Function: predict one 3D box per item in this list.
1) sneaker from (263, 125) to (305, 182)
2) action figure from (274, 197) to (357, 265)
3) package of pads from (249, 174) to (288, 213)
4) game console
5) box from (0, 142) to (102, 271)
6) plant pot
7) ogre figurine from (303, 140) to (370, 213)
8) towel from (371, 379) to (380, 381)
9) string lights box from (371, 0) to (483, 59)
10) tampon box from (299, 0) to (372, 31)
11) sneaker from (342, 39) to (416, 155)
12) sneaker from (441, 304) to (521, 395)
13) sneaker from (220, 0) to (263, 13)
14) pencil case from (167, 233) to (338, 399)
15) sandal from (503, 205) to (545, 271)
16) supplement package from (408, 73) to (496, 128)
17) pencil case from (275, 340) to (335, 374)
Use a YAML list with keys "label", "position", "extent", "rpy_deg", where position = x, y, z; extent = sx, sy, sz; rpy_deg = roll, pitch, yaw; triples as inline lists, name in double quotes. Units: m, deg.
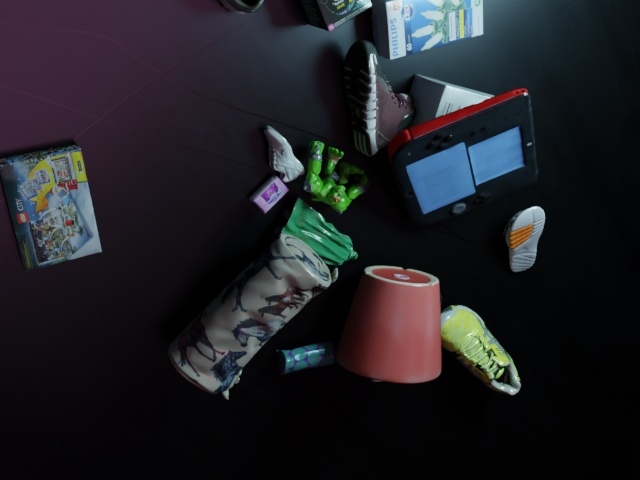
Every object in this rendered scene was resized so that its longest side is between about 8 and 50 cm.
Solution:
- label: "sneaker"
  position: [-0.092, -0.192, 1.806]
  extent: [0.061, 0.053, 0.152]
  rpy_deg: [-37, 125, -6]
- label: "action figure"
  position: [0.000, 0.000, 1.938]
  extent: [0.232, 0.063, 0.137]
  rpy_deg: [27, 95, -31]
- label: "package of pads"
  position: [-0.120, -0.107, 1.841]
  extent: [0.083, 0.032, 0.050]
  rpy_deg: [-45, 127, -5]
- label: "game console"
  position: [0.351, -0.183, 1.913]
  extent: [0.341, 0.060, 0.386]
  rpy_deg: [-18, 149, 8]
- label: "box"
  position: [-0.545, -0.067, 1.611]
  extent: [0.159, 0.044, 0.233]
  rpy_deg: [-16, 119, -23]
- label: "plant pot"
  position: [0.190, 0.203, 2.035]
  extent: [0.274, 0.275, 0.243]
  rpy_deg: [2, 101, -30]
- label: "ogre figurine"
  position: [0.031, -0.141, 1.878]
  extent: [0.118, 0.096, 0.197]
  rpy_deg: [-66, 150, -8]
- label: "towel"
  position: [0.204, 0.323, 2.225]
  extent: [0.113, 0.023, 0.152]
  rpy_deg: [-1, 112, -30]
- label: "string lights box"
  position: [0.247, -0.516, 1.835]
  extent: [0.259, 0.077, 0.133]
  rpy_deg: [-20, 121, -20]
- label: "tampon box"
  position: [0.015, -0.545, 1.675]
  extent: [0.120, 0.101, 0.161]
  rpy_deg: [-34, 124, -13]
- label: "sneaker"
  position: [0.147, -0.346, 1.853]
  extent: [0.162, 0.106, 0.281]
  rpy_deg: [-24, 132, -25]
- label: "sneaker"
  position: [0.462, 0.314, 2.292]
  extent: [0.384, 0.147, 0.145]
  rpy_deg: [38, 92, -35]
- label: "sneaker"
  position: [-0.201, -0.553, 1.548]
  extent: [0.100, 0.108, 0.271]
  rpy_deg: [-47, 125, -1]
- label: "pencil case"
  position: [-0.151, 0.169, 1.834]
  extent: [0.410, 0.160, 0.183]
  rpy_deg: [-45, 119, 7]
- label: "sandal"
  position: [0.561, -0.013, 2.251]
  extent: [0.101, 0.076, 0.265]
  rpy_deg: [-15, 140, -7]
- label: "supplement package"
  position: [0.341, -0.304, 1.947]
  extent: [0.244, 0.139, 0.134]
  rpy_deg: [8, 108, -30]
- label: "pencil case"
  position: [-0.038, 0.301, 2.053]
  extent: [0.151, 0.070, 0.065]
  rpy_deg: [-7, 80, -24]
